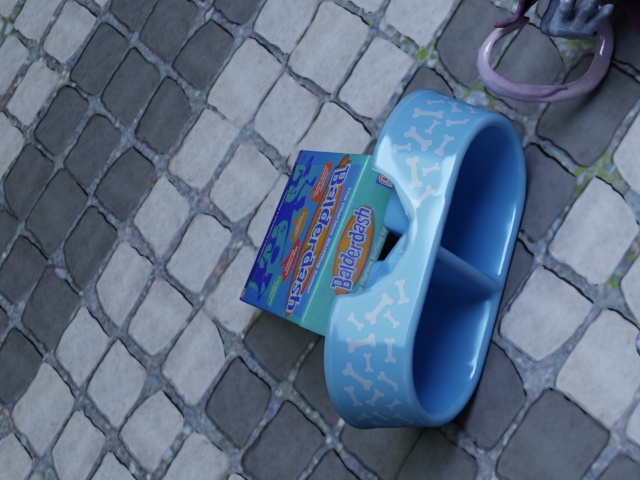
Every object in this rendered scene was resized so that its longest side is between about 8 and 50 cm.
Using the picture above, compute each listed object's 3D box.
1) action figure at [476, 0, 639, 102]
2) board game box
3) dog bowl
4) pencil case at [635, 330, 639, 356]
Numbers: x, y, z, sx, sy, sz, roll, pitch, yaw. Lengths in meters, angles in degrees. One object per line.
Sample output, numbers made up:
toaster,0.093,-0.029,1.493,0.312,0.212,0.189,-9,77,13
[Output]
action figure,0.254,-0.332,1.419,0.276,0.248,0.370,125,142,-50
board game box,0.000,0.000,1.514,0.160,0.047,0.210,-68,18,-3
dog bowl,0.096,0.020,1.402,0.074,0.166,0.297,10,79,33
pencil case,0.301,0.137,1.207,0.088,0.086,0.206,-17,57,-2
